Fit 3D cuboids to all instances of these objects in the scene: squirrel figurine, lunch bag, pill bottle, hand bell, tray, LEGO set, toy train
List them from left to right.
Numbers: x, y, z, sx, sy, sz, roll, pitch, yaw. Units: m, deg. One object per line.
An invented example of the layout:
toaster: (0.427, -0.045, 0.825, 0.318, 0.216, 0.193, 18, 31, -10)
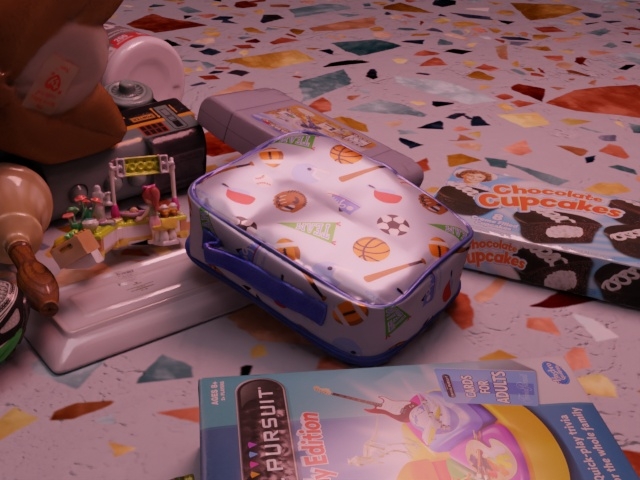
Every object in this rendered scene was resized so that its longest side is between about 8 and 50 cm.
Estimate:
squirrel figurine: (-0.465, -0.266, 1.092, 0.370, 0.281, 0.397, 35, 46, 24)
hand bell: (-0.331, 0.018, 1.005, 0.126, 0.126, 0.242, -13, 34, -26)
toy train: (-0.321, -0.124, 1.265, 0.333, 0.142, 0.190, -19, 44, -33)
pill bottle: (-0.378, -0.295, 1.546, 0.283, 0.161, 0.161, 25, 36, 37)
LEGO set: (-0.230, -0.043, 1.074, 0.132, 0.107, 0.287, 3, 11, 35)
tray: (-0.202, 0.061, 1.023, 0.270, 0.030, 0.145, -19, 33, -33)
lunch bag: (0.000, 0.000, 1.016, 0.303, 0.115, 0.243, 30, 43, 24)

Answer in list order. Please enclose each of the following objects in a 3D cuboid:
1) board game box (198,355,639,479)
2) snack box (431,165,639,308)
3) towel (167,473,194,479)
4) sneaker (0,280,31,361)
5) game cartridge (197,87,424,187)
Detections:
board game box: (0.074, 0.202, 0.715, 0.335, 0.079, 0.254, -2, 28, -8)
snack box: (0.297, -0.009, 1.145, 0.321, 0.060, 0.187, 13, 30, 21)
towel: (-0.214, 0.233, 0.705, 0.237, 0.021, 0.102, -4, 27, -9)
sneaker: (-0.450, 0.084, 0.845, 0.343, 0.146, 0.134, -8, 30, -18)
game cartridge: (-0.015, -0.132, 1.271, 0.297, 0.062, 0.198, 29, 20, 16)
